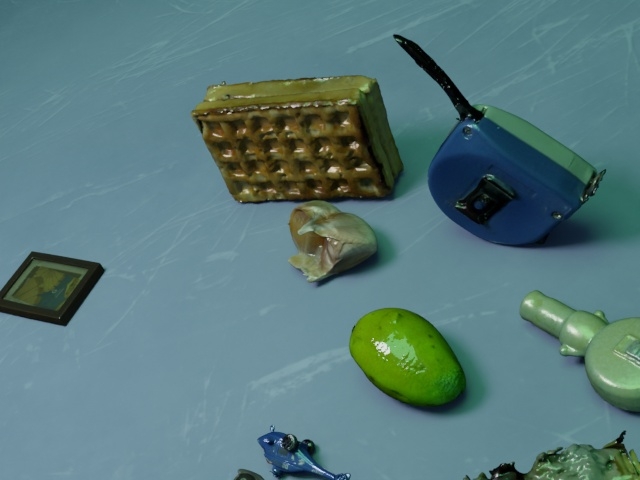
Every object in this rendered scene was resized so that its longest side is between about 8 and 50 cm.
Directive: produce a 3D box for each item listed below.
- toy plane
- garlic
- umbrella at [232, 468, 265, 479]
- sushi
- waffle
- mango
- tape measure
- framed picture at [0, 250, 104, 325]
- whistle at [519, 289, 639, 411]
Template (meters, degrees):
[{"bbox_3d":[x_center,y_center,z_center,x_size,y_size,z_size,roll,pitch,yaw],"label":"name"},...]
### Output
[{"bbox_3d":[-0.022,0.293,1.258,0.167,0.054,0.062,17,81,37],"label":"toy plane"},{"bbox_3d":[0.007,-0.011,1.510,0.124,0.099,0.174,-25,40,-22],"label":"garlic"},{"bbox_3d":[-0.003,0.387,1.138,0.337,0.067,0.073,31,96,42],"label":"umbrella"},{"bbox_3d":[0.236,0.314,1.061,0.290,0.131,0.139,-15,41,-2],"label":"sushi"},{"bbox_3d":[-0.034,-0.164,1.588,0.307,0.213,0.091,0,46,26],"label":"waffle"},{"bbox_3d":[0.117,0.154,1.292,0.119,0.100,0.178,-41,53,-21],"label":"mango"},{"bbox_3d":[0.206,-0.128,1.378,0.351,0.215,0.098,35,59,0],"label":"tape measure"},{"bbox_3d":[-0.477,0.081,1.684,0.168,0.023,0.128,8,52,30],"label":"framed picture"},{"bbox_3d":[0.363,0.132,1.228,0.126,0.067,0.258,-40,43,-18],"label":"whistle"}]
